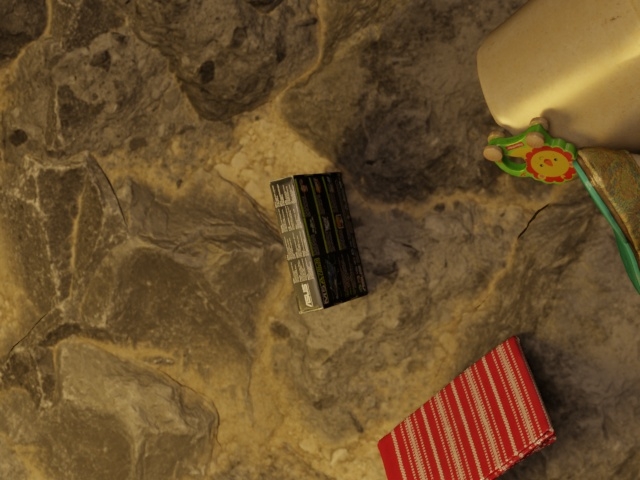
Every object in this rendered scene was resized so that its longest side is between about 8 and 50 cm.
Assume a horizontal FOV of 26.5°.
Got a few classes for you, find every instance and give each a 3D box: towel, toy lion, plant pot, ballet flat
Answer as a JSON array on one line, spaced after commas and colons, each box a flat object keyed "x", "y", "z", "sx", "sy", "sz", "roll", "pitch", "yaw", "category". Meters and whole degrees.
[{"x": 0.197, "y": 0.278, "z": 1.890, "sx": 0.275, "sy": 0.031, "sz": 0.199, "roll": -41, "pitch": 35, "yaw": 20, "category": "towel"}, {"x": 0.265, "y": -0.102, "z": 1.670, "sx": 0.100, "sy": 0.034, "sz": 0.096, "roll": -16, "pitch": 131, "yaw": 40, "category": "toy lion"}, {"x": 0.377, "y": -0.237, "z": 1.700, "sx": 0.305, "sy": 0.334, "sz": 0.334, "roll": -30, "pitch": 82, "yaw": 33, "category": "plant pot"}, {"x": 0.405, "y": -0.038, "z": 1.687, "sx": 0.123, "sy": 0.348, "sz": 0.123, "roll": -12, "pitch": 59, "yaw": 20, "category": "ballet flat"}]

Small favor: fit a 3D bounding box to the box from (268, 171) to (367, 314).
[{"x": 0.000, "y": 0.000, "z": 1.926, "sx": 0.045, "sy": 0.184, "sz": 0.191, "roll": -13, "pitch": 90, "yaw": 24, "category": "box"}]
